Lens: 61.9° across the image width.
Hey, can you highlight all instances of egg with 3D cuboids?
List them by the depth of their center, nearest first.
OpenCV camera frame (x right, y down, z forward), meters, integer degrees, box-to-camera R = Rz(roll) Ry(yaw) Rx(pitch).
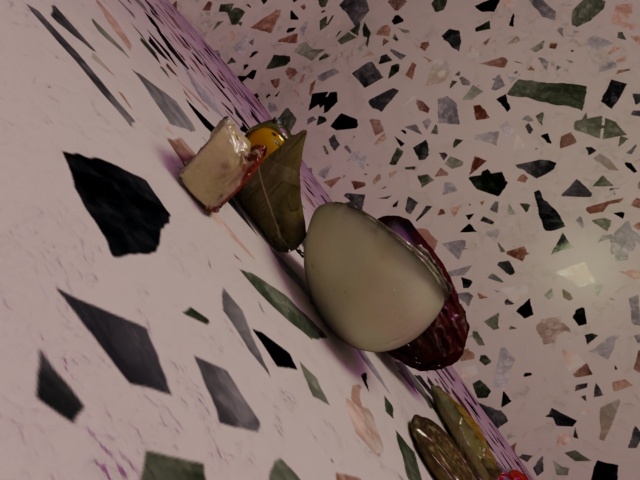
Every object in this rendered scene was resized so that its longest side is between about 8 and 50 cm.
[{"bbox_3d":[0.057,0.074,0.907,0.286,0.174,0.264,33,-19,37],"label":"egg"}]

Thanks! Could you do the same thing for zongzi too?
[{"bbox_3d":[-0.038,-0.070,0.923,0.189,0.178,0.081,52,25,-8],"label":"zongzi"}]

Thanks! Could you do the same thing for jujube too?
[{"bbox_3d":[0.179,0.117,1.192,0.258,0.258,0.377,-107,171,-71],"label":"jujube"}]

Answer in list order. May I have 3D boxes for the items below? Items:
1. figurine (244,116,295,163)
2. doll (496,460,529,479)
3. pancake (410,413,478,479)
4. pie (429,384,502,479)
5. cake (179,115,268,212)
[{"bbox_3d":[-0.131,-0.222,1.224,0.166,0.141,0.250,49,8,-16],"label":"figurine"},{"bbox_3d":[0.470,0.602,1.309,0.227,0.075,0.102,37,29,-32],"label":"doll"},{"bbox_3d":[0.239,0.410,0.928,0.250,0.031,0.250,52,7,-9],"label":"pancake"},{"bbox_3d":[0.341,0.450,1.270,0.128,0.068,0.282,50,3,-25],"label":"pie"},{"bbox_3d":[-0.136,-0.123,0.797,0.086,0.117,0.220,45,10,-12],"label":"cake"}]
